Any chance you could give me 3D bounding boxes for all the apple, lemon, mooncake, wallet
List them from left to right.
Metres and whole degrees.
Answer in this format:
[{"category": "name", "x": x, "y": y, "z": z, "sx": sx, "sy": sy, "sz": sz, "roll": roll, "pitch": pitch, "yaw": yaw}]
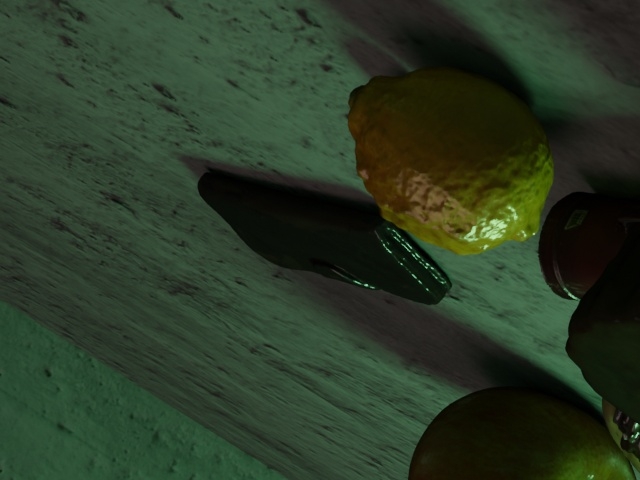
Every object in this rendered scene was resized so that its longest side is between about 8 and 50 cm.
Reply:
[{"category": "wallet", "x": 0.000, "y": 0.000, "z": 1.847, "sx": 0.310, "sy": 0.042, "sz": 0.165, "roll": 14, "pitch": 154, "yaw": 44}, {"category": "lemon", "x": 0.102, "y": -0.068, "z": 1.316, "sx": 0.187, "sy": 0.142, "sz": 0.142, "roll": 36, "pitch": 163, "yaw": 1}, {"category": "apple", "x": 0.243, "y": 0.302, "z": 1.927, "sx": 0.264, "sy": 0.264, "sz": 0.264, "roll": 28, "pitch": 163, "yaw": 10}, {"category": "mooncake", "x": 0.294, "y": 0.067, "z": 1.127, "sx": 0.228, "sy": 0.124, "sz": 0.228, "roll": 27, "pitch": 160, "yaw": 11}]

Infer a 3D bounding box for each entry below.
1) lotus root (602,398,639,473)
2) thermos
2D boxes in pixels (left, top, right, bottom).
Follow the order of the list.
[{"category": "lotus root", "x": 0.362, "y": 0.173, "z": 1.501, "sx": 0.183, "sy": 0.182, "sz": 0.310, "roll": 20, "pitch": 161, "yaw": 33}, {"category": "thermos", "x": 0.285, "y": 0.013, "z": 1.302, "sx": 0.124, "sy": 0.099, "sz": 0.232, "roll": 44, "pitch": 160, "yaw": -31}]
